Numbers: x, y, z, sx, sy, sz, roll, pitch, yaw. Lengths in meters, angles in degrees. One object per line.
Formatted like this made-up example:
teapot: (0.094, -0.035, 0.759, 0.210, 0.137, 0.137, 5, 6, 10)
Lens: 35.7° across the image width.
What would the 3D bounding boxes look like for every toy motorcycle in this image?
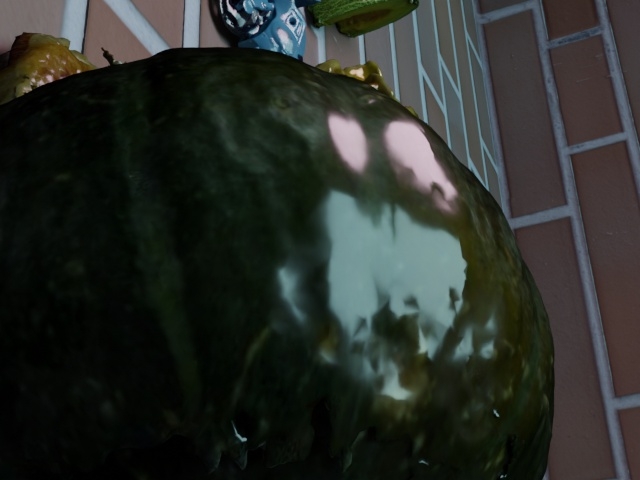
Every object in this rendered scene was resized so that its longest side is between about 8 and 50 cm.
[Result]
toy motorcycle: (-0.047, -0.259, 1.421, 0.182, 0.123, 0.272, -45, 120, -43)

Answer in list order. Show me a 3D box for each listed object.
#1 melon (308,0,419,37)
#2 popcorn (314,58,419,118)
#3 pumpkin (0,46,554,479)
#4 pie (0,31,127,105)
melon: (0.079, -0.462, 1.811, 0.265, 0.169, 0.129, -16, 90, -72)
popcorn: (0.002, -0.111, 1.267, 0.212, 0.259, 0.259, 3, 73, -44)
pumpkin: (-0.071, 0.103, 0.622, 0.454, 0.454, 0.344, 58, 10, -42)
pie: (-0.185, -0.054, 0.882, 0.308, 0.085, 0.308, 41, 32, -33)
